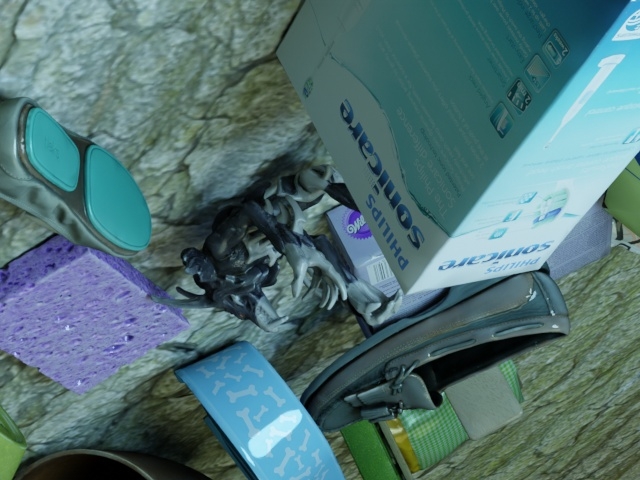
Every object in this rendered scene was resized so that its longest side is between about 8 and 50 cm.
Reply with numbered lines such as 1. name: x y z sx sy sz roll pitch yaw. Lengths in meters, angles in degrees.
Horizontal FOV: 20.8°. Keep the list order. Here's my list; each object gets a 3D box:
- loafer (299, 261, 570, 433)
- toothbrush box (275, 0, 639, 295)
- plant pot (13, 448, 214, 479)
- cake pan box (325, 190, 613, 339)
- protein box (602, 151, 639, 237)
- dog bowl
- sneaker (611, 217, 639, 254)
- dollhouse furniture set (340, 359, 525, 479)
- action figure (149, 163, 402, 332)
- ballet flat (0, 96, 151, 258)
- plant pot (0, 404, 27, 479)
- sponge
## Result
1. loafer: 0.101 0.110 1.573 0.267 0.084 0.096 -35 154 17
2. toothbrush box: 0.114 -0.138 1.109 0.126 0.216 0.295 -9 149 -34
3. plant pot: -0.174 0.296 1.705 0.215 0.215 0.230 -36 169 18
4. cake pan box: 0.138 -0.002 1.573 0.267 0.070 0.245 -27 153 -3
5. protein box: 0.384 -0.064 1.476 0.201 0.200 0.136 -43 160 -18
6. dog bowl: -0.047 0.192 1.659 0.074 0.166 0.297 -37 156 -9
7. sneaker: 0.317 -0.013 1.763 0.109 0.040 0.044 4 139 -49
8. dollhouse furniture set: 0.148 0.221 1.909 0.198 0.151 0.301 -29 156 2
9. action figure: 0.000 0.000 1.353 0.276 0.141 0.164 -39 164 20
10. ballet flat: -0.184 -0.042 1.190 0.068 0.072 0.213 -5 160 17
11. plant pot: -0.367 0.206 1.277 0.293 0.275 0.275 -44 156 -4
12. sponge: -0.194 0.059 1.395 0.117 0.031 0.210 -31 155 6
